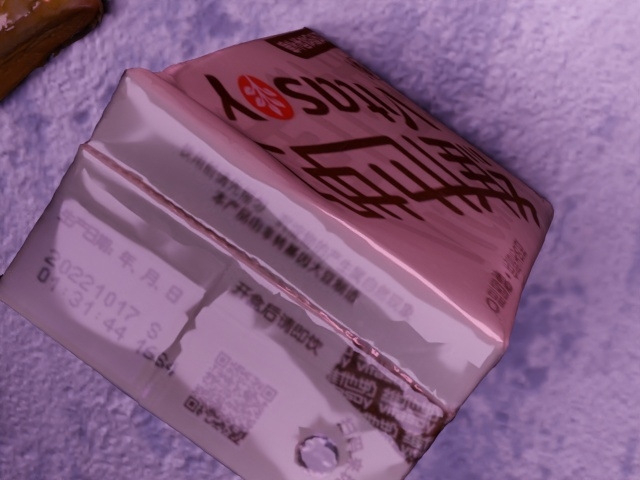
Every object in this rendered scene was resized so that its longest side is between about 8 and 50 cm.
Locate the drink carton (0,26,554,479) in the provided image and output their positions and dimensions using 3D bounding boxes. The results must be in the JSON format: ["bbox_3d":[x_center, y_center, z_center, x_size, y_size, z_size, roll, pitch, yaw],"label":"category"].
[{"bbox_3d":[0.000,0.000,0.756,0.194,0.324,0.132,35,106,4],"label":"drink carton"}]

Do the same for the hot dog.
[{"bbox_3d":[-0.263,-0.096,0.944,0.289,0.083,0.068,-26,75,20],"label":"hot dog"}]
